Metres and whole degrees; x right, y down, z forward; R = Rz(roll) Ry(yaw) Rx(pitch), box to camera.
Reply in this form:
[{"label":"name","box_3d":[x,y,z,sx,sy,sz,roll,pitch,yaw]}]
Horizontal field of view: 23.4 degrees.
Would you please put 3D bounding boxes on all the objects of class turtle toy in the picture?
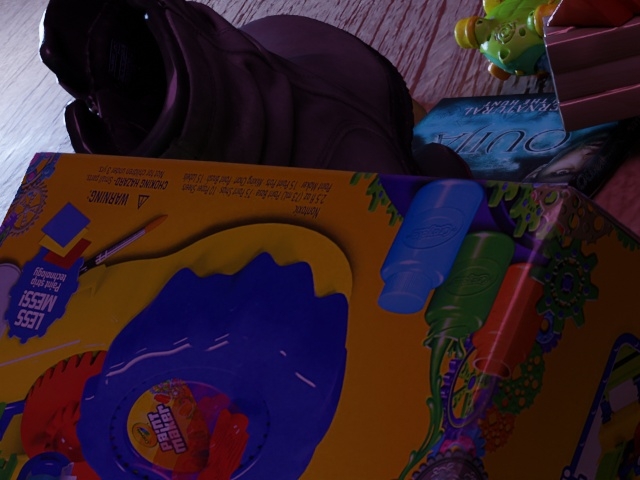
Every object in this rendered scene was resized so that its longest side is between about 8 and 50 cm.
[{"label":"turtle toy","box_3d":[0.171,-0.167,1.200,0.095,0.066,0.130,-3,33,40]}]

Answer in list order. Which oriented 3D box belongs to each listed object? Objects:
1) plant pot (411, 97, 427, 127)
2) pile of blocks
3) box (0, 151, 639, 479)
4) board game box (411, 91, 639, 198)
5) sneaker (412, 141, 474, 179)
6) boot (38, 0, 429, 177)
[{"label":"plant pot","box_3d":[-0.028,-0.065,1.230,0.236,0.032,0.236,-20,25,10]},{"label":"pile of blocks","box_3d":[0.300,-0.157,0.977,0.362,0.112,0.149,-2,27,31]},{"label":"box","box_3d":[-0.019,0.133,0.552,0.290,0.177,0.279,6,69,48]},{"label":"board game box","box_3d":[0.129,-0.063,1.086,0.186,0.026,0.126,0,35,43]},{"label":"sneaker","box_3d":[0.000,0.000,1.020,0.281,0.106,0.162,4,31,29]},{"label":"boot","box_3d":[-0.051,-0.091,0.838,0.118,0.223,0.338,-49,31,9]}]
